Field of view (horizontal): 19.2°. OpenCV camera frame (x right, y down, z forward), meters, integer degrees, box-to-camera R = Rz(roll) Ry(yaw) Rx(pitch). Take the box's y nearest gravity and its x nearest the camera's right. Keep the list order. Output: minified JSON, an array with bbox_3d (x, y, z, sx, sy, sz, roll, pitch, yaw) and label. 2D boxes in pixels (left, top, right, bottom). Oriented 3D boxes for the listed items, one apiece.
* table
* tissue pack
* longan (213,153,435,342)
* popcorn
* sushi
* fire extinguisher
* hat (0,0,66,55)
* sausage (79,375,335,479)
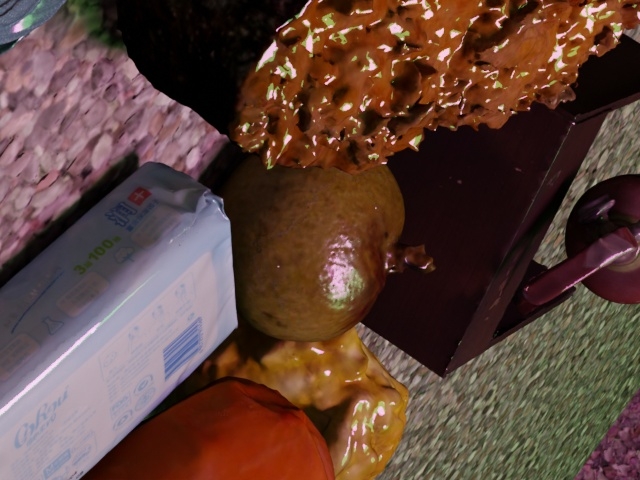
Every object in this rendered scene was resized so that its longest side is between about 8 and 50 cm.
[{"bbox_3d":[0.134,-0.068,1.586,0.282,0.196,0.250,-24,142,-58],"label":"table"},{"bbox_3d":[-0.174,0.082,1.285,0.263,0.089,0.177,-42,154,-25],"label":"tissue pack"},{"bbox_3d":[0.000,0.000,1.417,0.145,0.176,0.155,-43,149,-68],"label":"longan"},{"bbox_3d":[-0.022,0.131,1.531,0.155,0.197,0.197,-38,155,-58],"label":"popcorn"},{"bbox_3d":[0.043,-0.180,1.179,0.348,0.207,0.234,-25,137,-36],"label":"sushi"},{"bbox_3d":[0.252,0.007,1.562,0.147,0.106,0.337,-38,168,21],"label":"fire extinguisher"},{"bbox_3d":[-0.162,-0.151,0.971,0.191,0.078,0.138,-55,157,0],"label":"hat"},{"bbox_3d":[-0.119,0.203,1.400,0.268,0.141,0.153,-27,180,5],"label":"sausage"}]
